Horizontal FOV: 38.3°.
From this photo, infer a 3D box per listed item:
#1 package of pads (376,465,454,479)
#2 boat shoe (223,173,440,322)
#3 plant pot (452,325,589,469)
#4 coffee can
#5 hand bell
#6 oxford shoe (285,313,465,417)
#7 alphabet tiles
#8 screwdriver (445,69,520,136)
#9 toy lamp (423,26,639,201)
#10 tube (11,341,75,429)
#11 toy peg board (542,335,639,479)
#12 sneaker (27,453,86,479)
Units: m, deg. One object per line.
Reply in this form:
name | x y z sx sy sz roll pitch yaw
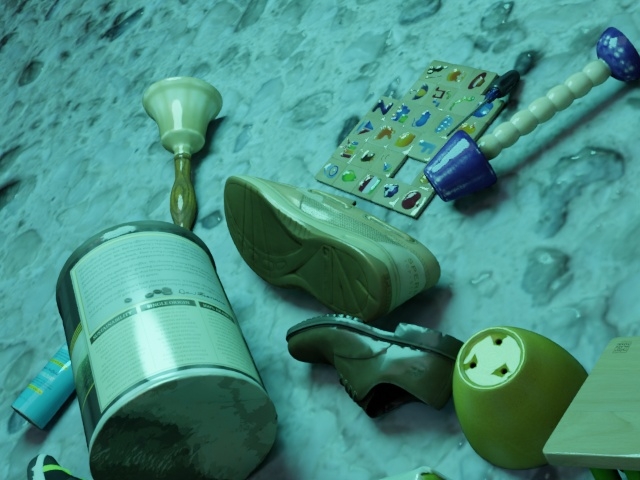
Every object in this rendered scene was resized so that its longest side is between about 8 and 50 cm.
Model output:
package of pads | 0.031 0.341 0.730 0.229 0.101 0.296 -35 31 54
boat shoe | 0.000 0.000 1.126 0.110 0.122 0.341 -17 32 -34
plant pot | 0.179 0.134 0.871 0.134 0.095 0.134 -20 45 21
coffee can | -0.184 0.134 1.057 0.201 0.201 0.275 -36 41 5
hand bell | -0.207 -0.115 1.396 0.126 0.126 0.242 -19 58 22
oxford shoe | 0.042 0.135 0.986 0.227 0.083 0.096 4 67 43
alphabet tiles | 0.125 -0.146 1.226 0.198 0.009 0.237 25 71 46
screwdriver | 0.198 -0.166 1.141 0.170 0.024 0.025 -42 -8 -32
toy lamp | 0.246 -0.141 1.082 0.274 0.080 0.080 -35 41 5
tube | -0.335 0.162 1.268 0.080 0.052 0.207 19 60 34
toy peg board | 0.300 0.155 0.769 0.161 0.079 0.160 -10 25 47
sneaker | -0.263 0.320 1.066 0.097 0.084 0.234 -26 38 -22
